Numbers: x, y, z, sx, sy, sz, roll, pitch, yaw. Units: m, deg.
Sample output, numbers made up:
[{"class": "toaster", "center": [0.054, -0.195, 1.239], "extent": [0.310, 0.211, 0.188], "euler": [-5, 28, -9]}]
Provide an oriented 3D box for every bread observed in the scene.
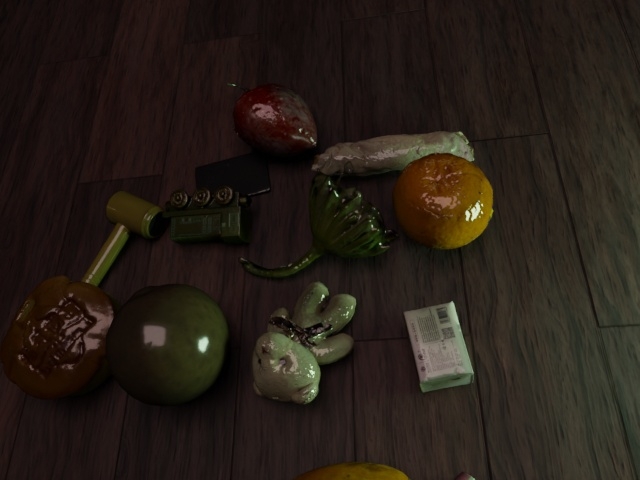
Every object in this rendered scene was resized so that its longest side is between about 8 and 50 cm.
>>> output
[{"class": "bread", "center": [-0.557, 0.214, 1.234], "extent": [0.270, 0.148, 0.269], "euler": [-4, 71, 10]}]

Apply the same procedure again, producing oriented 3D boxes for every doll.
[{"class": "doll", "center": [-0.040, 0.197, 1.167], "extent": [0.175, 0.149, 0.278], "euler": [-7, 40, 45]}]

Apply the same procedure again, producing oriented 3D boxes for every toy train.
[{"class": "toy train", "center": [-0.278, -0.057, 1.368], "extent": [0.226, 0.090, 0.137], "euler": [-4, 76, 14]}]

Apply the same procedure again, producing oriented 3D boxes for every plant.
[{"class": "plant", "center": [0.012, 0.006, 1.298], "extent": [0.251, 0.180, 0.333], "euler": [47, 111, 21]}]

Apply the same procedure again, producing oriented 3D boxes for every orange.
[{"class": "orange", "center": [0.265, -0.084, 1.220], "extent": [0.220, 0.193, 0.219], "euler": [1, 69, -3]}]

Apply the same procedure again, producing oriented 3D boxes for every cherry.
[{"class": "cherry", "center": [-0.108, -0.298, 1.417], "extent": [0.250, 0.192, 0.175], "euler": [33, 108, 18]}]

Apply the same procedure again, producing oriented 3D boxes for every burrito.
[{"class": "burrito", "center": [0.174, -0.214, 1.375], "extent": [0.393, 0.076, 0.117], "euler": [-4, 41, 8]}]

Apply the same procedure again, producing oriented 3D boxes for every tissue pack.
[{"class": "tissue pack", "center": [0.233, 0.214, 1.116], "extent": [0.106, 0.099, 0.148], "euler": [-13, 60, 7]}]

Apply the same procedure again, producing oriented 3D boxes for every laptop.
[{"class": "laptop", "center": [-0.230, -0.159, 1.460], "extent": [0.197, 0.016, 0.135], "euler": [-13, 62, 5]}]

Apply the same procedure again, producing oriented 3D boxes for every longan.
[{"class": "longan", "center": [-0.311, 0.207, 1.145], "extent": [0.258, 0.258, 0.257], "euler": [-5, 61, 9]}]

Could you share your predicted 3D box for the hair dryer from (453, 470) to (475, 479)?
[{"class": "hair dryer", "center": [0.276, 0.504, 0.989], "extent": [0.106, 0.054, 0.154], "euler": [-40, 72, -16]}]

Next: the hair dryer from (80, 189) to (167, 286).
[{"class": "hair dryer", "center": [-0.504, 0.018, 1.386], "extent": [0.135, 0.090, 0.278], "euler": [23, 75, 19]}]

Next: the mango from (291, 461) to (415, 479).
[{"class": "mango", "center": [0.005, 0.501, 0.983], "extent": [0.360, 0.144, 0.186], "euler": [-17, 57, 5]}]
